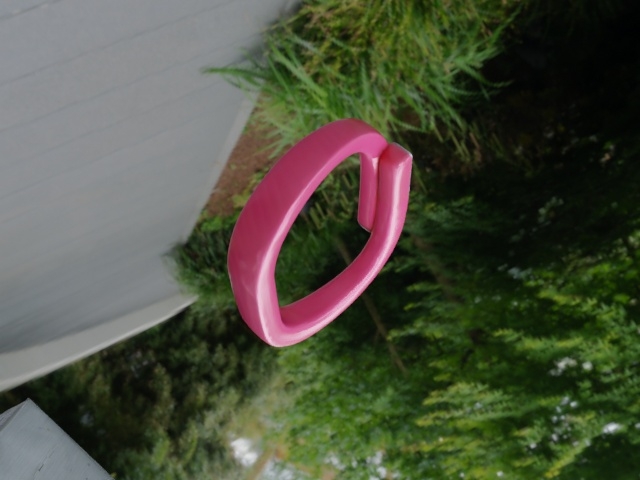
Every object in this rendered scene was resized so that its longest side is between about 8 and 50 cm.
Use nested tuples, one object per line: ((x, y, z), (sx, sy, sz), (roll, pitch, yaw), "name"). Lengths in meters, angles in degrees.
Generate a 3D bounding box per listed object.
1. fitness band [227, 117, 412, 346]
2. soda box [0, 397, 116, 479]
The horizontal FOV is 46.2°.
((0.000, 0.000, 0.760), (0.209, 0.054, 0.290), (-39, 155, -19), "fitness band")
((-0.187, 0.204, 0.304), (0.091, 0.098, 0.286), (-29, -160, 29), "soda box")
